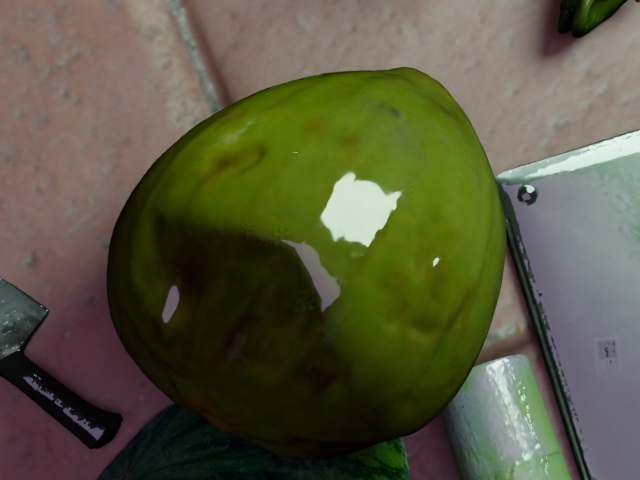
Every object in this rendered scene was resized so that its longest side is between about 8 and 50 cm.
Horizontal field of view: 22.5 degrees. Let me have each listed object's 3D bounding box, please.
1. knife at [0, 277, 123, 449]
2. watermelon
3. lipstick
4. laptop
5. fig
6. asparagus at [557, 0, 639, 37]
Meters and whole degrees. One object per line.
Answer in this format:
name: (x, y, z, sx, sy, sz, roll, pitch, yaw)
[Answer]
knife: (-0.225, 0.055, 1.094, 0.230, 0.028, 0.060, 37, 75, 0)
watermelon: (-0.044, 0.154, 1.071, 0.231, 0.128, 0.146, 12, 71, -2)
lipstick: (0.152, 0.230, 1.060, 0.076, 0.076, 0.304, -17, 77, -4)
laptop: (0.245, 0.055, 1.127, 0.187, 0.015, 0.269, -17, 91, -4)
fig: (0.000, 0.000, 1.009, 0.239, 0.239, 0.271, 31, 64, -3)
asparagus: (0.241, -0.322, 1.086, 0.128, 0.108, 0.382, 7, 91, -5)
